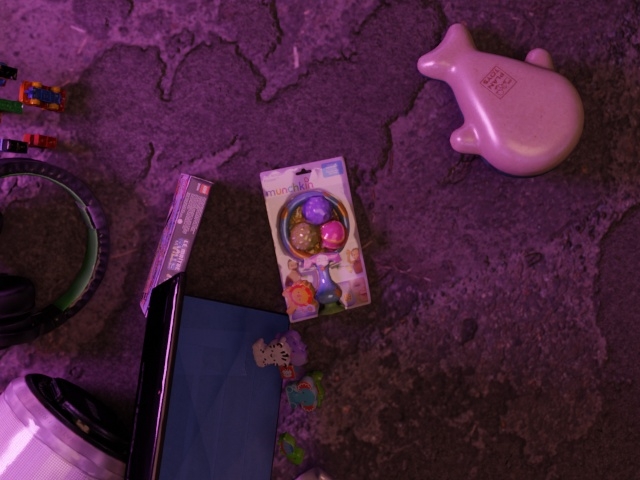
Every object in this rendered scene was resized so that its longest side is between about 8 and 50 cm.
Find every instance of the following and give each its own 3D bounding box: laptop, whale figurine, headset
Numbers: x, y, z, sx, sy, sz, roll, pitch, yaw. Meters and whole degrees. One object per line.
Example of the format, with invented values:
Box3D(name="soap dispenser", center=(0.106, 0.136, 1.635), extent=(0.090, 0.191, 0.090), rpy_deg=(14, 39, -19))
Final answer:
Box3D(name="laptop", center=(-0.124, 0.259, 1.162), extent=(0.236, 0.408, 0.381), rpy_deg=(8, 81, -15))
Box3D(name="whale figurine", center=(0.278, -0.214, 1.420), extent=(0.272, 0.141, 0.216), rpy_deg=(41, 83, 9))
Box3D(name="headset", center=(-0.485, 0.039, 1.226), extent=(0.394, 0.185, 0.243), rpy_deg=(-30, 116, -27))

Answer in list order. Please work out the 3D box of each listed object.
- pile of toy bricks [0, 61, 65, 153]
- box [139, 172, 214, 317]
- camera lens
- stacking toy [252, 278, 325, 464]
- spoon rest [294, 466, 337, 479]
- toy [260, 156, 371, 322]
Box3D(name="pile of toy bricks", center=(-0.457, -0.182, 1.217), extent=(0.212, 0.105, 0.118), rpy_deg=(9, 87, -54))
Box3D(name="box", center=(-0.208, 0.007, 1.300), extent=(0.036, 0.114, 0.207), rpy_deg=(18, 90, -16))
Box3D(name="camera lens", center=(-0.395, 0.337, 1.226), extent=(0.219, 0.219, 0.274), rpy_deg=(40, 85, -15))
Box3D(name="stacking toy", center=(-0.031, 0.192, 1.321), extent=(0.052, 0.167, 0.221), rpy_deg=(-4, 115, 18))
Box3D(name="spoon rest", center=(-0.071, 0.459, 1.412), extent=(0.137, 0.084, 0.276), rpy_deg=(40, 98, -14))
Box3D(name="toy", center=(0.000, 0.000, 1.386), extent=(0.137, 0.056, 0.237), rpy_deg=(-13, 99, -15))
